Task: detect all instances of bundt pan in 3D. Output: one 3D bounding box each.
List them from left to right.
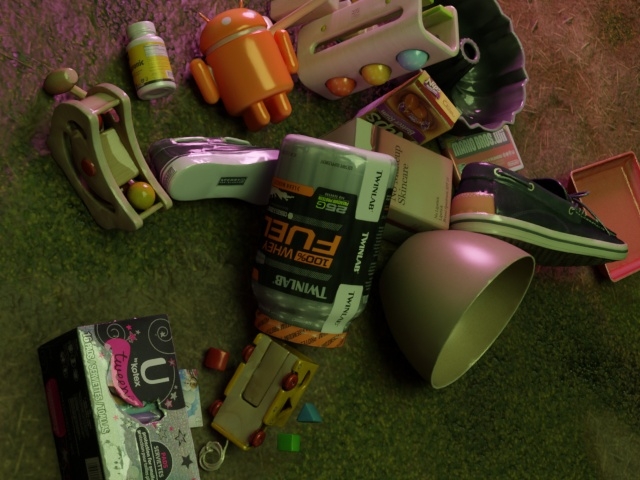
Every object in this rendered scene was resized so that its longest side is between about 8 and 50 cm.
[{"bbox_3d":[0.253,-0.349,1.976,0.330,0.124,0.331,13,68,-34],"label":"bundt pan"}]

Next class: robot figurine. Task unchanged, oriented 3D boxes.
[{"bbox_3d":[-0.128,-0.297,1.708,0.219,0.158,0.128,66,17,0],"label":"robot figurine"}]

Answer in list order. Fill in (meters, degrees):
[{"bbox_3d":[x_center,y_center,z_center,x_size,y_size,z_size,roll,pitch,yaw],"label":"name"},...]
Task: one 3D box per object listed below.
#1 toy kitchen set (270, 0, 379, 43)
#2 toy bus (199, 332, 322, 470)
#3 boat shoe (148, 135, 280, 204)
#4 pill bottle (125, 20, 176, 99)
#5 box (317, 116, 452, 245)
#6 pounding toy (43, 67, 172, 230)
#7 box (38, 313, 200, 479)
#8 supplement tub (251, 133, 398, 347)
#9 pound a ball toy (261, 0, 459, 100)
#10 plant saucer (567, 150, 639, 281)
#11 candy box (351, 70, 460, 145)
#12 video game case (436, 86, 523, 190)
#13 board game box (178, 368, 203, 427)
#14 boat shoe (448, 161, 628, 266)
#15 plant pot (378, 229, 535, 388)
[{"bbox_3d":[0.017,-0.462,1.901,0.207,0.122,0.166,28,58,-50],"label":"toy kitchen set"},{"bbox_3d":[-0.088,0.249,1.567,0.104,0.202,0.191,30,46,-61],"label":"toy bus"},{"bbox_3d":[-0.148,-0.126,1.658,0.301,0.108,0.102,-5,48,-43],"label":"boat shoe"},{"bbox_3d":[-0.279,-0.293,1.633,0.065,0.065,0.116,-10,80,-38],"label":"pill bottle"},{"bbox_3d":[0.112,-0.102,1.822,0.232,0.127,0.149,20,64,-31],"label":"box"},{"bbox_3d":[-0.305,-0.159,1.512,0.155,0.154,0.270,-38,99,-38],"label":"pounding toy"},{"bbox_3d":[-0.277,0.242,1.393,0.142,0.163,0.247,-8,80,-36],"label":"box"},{"bbox_3d":[0.000,0.000,1.609,0.193,0.193,0.316,8,97,-35],"label":"supplement tub"},{"bbox_3d":[0.054,-0.344,1.768,0.208,0.319,0.136,21,62,-47],"label":"pound a ball toy"},{"bbox_3d":[0.668,-0.053,2.271,0.258,0.047,0.259,-18,85,-39],"label":"plant saucer"},{"bbox_3d":[0.153,-0.222,1.853,0.109,0.186,0.053,48,50,-13],"label":"candy box"},{"bbox_3d":[0.303,-0.258,2.081,0.204,0.025,0.285,-19,86,-39],"label":"video game case"},{"bbox_3d":[-0.226,0.242,1.524,0.090,0.020,0.090,0,76,-37],"label":"board game box"},{"bbox_3d":[0.440,-0.041,1.964,0.500,0.186,0.156,14,75,-39],"label":"boat shoe"},{"bbox_3d":[0.216,0.090,1.774,0.191,0.284,0.284,38,47,24],"label":"plant pot"}]
